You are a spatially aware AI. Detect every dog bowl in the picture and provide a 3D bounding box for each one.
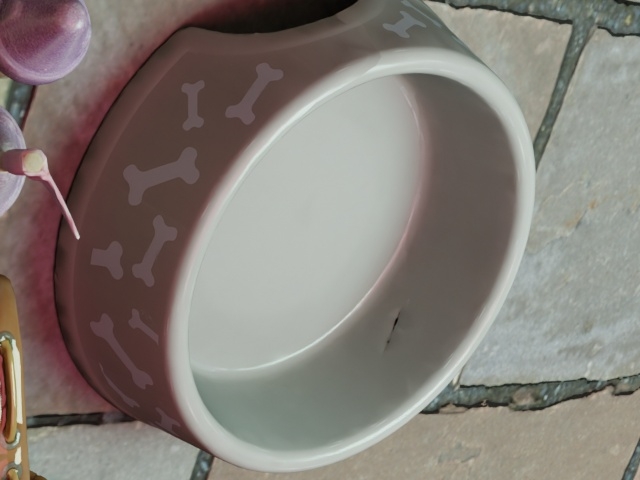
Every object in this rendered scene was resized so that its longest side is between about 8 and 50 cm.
[{"bbox_3d":[0.000,0.000,1.143,0.348,0.102,0.349,-22,128,-31],"label":"dog bowl"}]

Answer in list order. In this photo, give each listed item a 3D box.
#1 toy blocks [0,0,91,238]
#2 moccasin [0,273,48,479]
[{"bbox_3d":[-0.205,-0.130,0.668,0.309,0.260,0.289,-39,109,-25],"label":"toy blocks"},{"bbox_3d":[-0.203,0.188,1.064,0.147,0.139,0.380,-19,119,-22],"label":"moccasin"}]
